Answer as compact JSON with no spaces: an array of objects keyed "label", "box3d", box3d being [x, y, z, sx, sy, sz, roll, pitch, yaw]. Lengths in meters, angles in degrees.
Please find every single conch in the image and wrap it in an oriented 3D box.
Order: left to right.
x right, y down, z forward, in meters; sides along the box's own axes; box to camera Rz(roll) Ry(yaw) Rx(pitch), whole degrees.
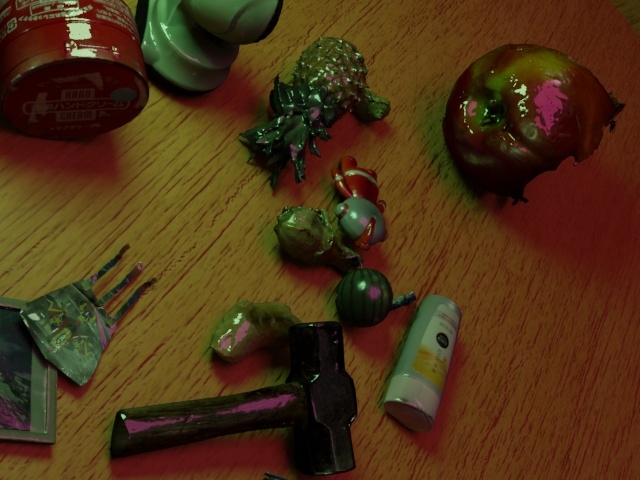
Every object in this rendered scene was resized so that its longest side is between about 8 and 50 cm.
[{"label":"conch","box3d":[0.102,-0.297,1.952,0.089,0.074,0.121,59,5,-51]}]

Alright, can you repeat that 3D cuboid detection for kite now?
[{"label":"kite","box3d":[-0.331,0.097,1.367,0.141,0.015,0.245,57,40,-15]}]

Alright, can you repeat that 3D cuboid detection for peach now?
[{"label":"peach","box3d":[0.480,-0.277,2.092,0.416,0.339,0.353,5,64,-45]}]

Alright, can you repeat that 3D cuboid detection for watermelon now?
[{"label":"watermelon","box3d":[0.078,0.091,1.679,0.105,0.105,0.133,6,77,-40]}]

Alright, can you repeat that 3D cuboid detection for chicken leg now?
[{"label":"chicken leg","box3d":[0.000,0.000,1.687,0.227,0.088,0.103,24,27,-44]}]

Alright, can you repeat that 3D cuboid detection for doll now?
[{"label":"doll","box3d":[0.078,-0.065,1.785,0.142,0.076,0.245,29,38,-26]}]

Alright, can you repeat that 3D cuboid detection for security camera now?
[{"label":"security camera","box3d":[-0.186,-0.395,1.607,0.191,0.277,0.197,22,53,-30]}]

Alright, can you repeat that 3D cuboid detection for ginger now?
[{"label":"ginger","box3d":[-0.107,0.147,1.514,0.190,0.069,0.095,-5,66,-42]}]

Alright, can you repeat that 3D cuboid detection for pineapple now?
[{"label":"pineapple","box3d":[-0.030,-0.249,1.756,0.165,0.165,0.364,45,47,-13]}]

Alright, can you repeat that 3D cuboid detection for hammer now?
[{"label":"hammer","box3d":[-0.128,0.259,1.410,0.408,0.095,0.243,-3,84,-32]}]

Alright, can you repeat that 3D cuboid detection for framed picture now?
[{"label":"framed picture","box3d":[-0.478,0.159,1.212,0.281,0.019,0.209,12,59,-37]}]

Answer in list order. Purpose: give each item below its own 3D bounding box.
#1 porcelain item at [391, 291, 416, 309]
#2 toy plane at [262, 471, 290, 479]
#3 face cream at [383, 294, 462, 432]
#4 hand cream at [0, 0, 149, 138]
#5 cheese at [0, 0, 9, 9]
[{"label":"porcelain item","box3d":[0.152,0.114,1.759,0.136,0.075,0.021,-14,76,-45]},{"label":"toy plane","box3d":[0.007,0.441,1.459,0.235,0.060,0.096,28,37,-22]},{"label":"face cream","box3d":[0.198,0.226,1.740,0.107,0.073,0.269,35,48,-11]},{"label":"hand cream","box3d":[-0.378,-0.269,1.402,0.230,0.230,0.149,3,64,-41]},{"label":"cheese","box3d":[-0.494,-0.426,1.499,0.285,0.074,0.189,7,62,-43]}]
